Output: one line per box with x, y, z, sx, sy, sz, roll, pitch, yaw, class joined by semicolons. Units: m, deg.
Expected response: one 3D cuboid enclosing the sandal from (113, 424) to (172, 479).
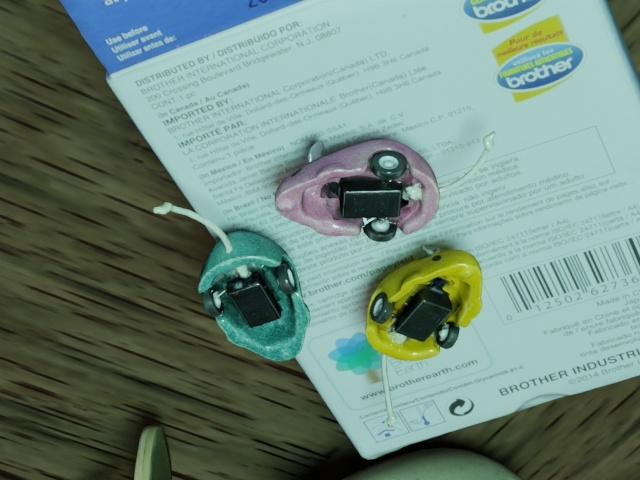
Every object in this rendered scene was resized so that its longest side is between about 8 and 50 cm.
-0.118;0.183;0.852;0.079;0.088;0.240;3;140;3;sandal

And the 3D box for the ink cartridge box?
0.041;-0.039;0.660;0.185;0.065;0.311;-19;134;15;ink cartridge box

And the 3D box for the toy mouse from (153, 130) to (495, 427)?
0.000;0.000;0.634;0.143;0.031;0.161;17;131;-19;toy mouse

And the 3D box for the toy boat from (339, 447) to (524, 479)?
-0.019;0.245;0.788;0.318;0.148;0.267;-17;145;-43;toy boat
